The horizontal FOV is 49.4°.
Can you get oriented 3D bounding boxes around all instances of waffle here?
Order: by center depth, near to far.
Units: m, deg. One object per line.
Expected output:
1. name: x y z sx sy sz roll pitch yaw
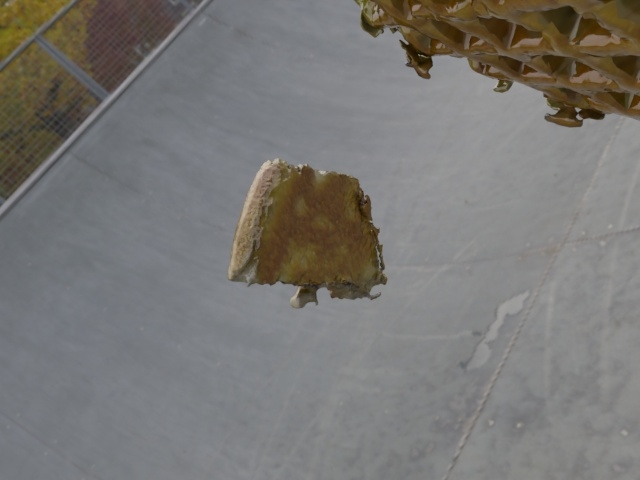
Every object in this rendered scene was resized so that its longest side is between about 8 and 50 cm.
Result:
1. waffle: 0.144 -0.121 0.374 0.068 0.324 0.302 -69 -20 3

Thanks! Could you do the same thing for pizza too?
1. pizza: 0.000 0.000 0.929 0.071 0.296 0.189 6 84 44
